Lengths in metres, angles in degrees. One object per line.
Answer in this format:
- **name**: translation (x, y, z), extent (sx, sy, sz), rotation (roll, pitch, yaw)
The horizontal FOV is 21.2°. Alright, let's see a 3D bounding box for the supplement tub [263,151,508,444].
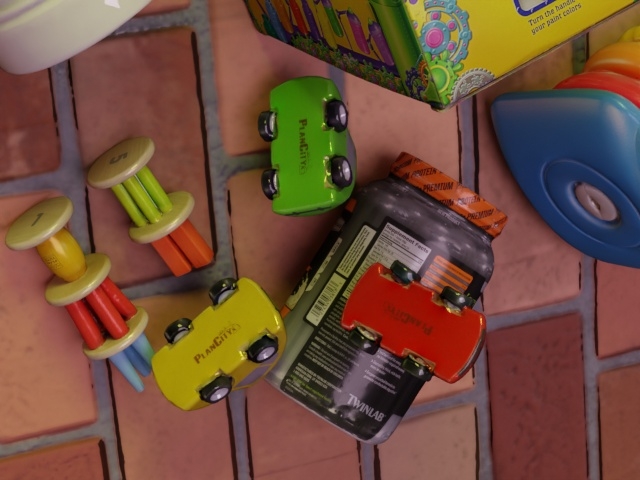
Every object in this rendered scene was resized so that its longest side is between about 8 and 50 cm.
- **supplement tub**: translation (0.046, 0.040, 1.220), extent (0.117, 0.117, 0.190), rotation (33, 90, -28)

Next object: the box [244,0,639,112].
- **box**: translation (0.033, -0.262, 1.028), extent (0.177, 0.290, 0.279), rotation (-30, 115, -13)

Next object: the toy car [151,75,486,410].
- **toy car**: translation (0.000, 0.000, 1.156), extent (0.053, 0.239, 0.225), rotation (32, 53, -62)

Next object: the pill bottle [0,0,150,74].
- **pill bottle**: translation (-0.223, -0.267, 0.974), extent (0.188, 0.188, 0.334), rotation (-39, 116, -9)

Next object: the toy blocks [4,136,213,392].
- **toy blocks**: translation (-0.127, 0.021, 1.175), extent (0.123, 0.054, 0.148), rotation (-38, 118, -11)

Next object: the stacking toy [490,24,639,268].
- **stacking toy**: translation (0.291, -0.127, 1.278), extent (0.302, 0.166, 0.175), rotation (-47, 115, -21)
